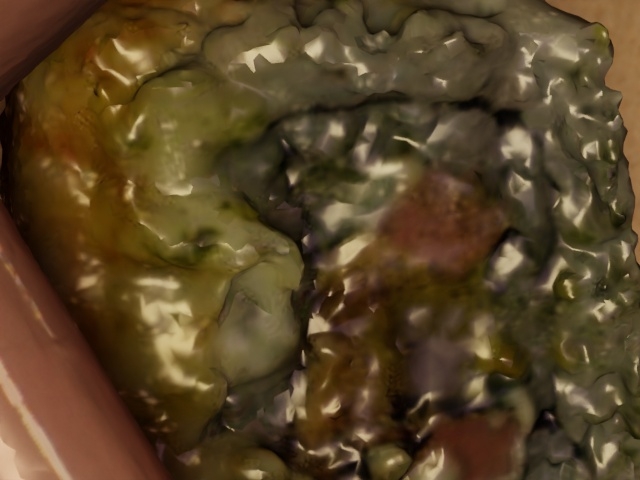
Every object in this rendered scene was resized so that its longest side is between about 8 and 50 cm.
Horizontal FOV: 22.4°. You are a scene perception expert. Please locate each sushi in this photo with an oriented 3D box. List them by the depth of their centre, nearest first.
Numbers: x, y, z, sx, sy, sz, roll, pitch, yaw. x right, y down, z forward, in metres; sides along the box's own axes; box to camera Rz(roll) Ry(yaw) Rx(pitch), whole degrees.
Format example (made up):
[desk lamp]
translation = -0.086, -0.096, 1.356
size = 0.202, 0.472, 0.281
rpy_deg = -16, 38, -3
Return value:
[sushi]
translation = 0.000, 0.000, 0.489
size = 0.184, 0.139, 0.274
rpy_deg = -13, 113, -12

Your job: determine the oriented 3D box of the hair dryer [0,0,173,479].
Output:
[hair dryer]
translation = -0.061, 0.025, 0.364
size = 0.210, 0.125, 0.352
rpy_deg = -35, 88, 33
